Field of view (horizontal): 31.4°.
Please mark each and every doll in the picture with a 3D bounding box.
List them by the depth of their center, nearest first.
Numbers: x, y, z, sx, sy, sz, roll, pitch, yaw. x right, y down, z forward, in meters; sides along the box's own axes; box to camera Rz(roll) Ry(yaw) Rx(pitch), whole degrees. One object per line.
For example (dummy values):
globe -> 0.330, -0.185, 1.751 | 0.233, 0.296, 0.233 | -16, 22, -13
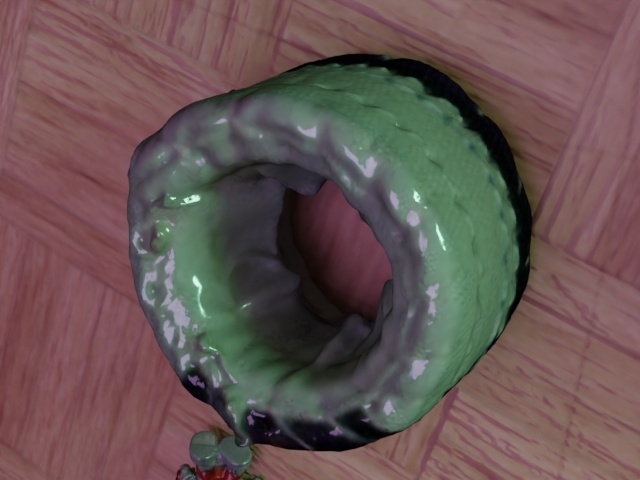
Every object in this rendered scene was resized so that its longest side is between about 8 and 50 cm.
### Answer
doll -> -0.085, 0.232, 0.856 | 0.094, 0.079, 0.180 | 10, 98, 2

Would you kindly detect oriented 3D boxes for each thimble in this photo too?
thimble -> 0.000, 0.000, 0.683 | 0.237, 0.150, 0.237 | 10, 110, 29
